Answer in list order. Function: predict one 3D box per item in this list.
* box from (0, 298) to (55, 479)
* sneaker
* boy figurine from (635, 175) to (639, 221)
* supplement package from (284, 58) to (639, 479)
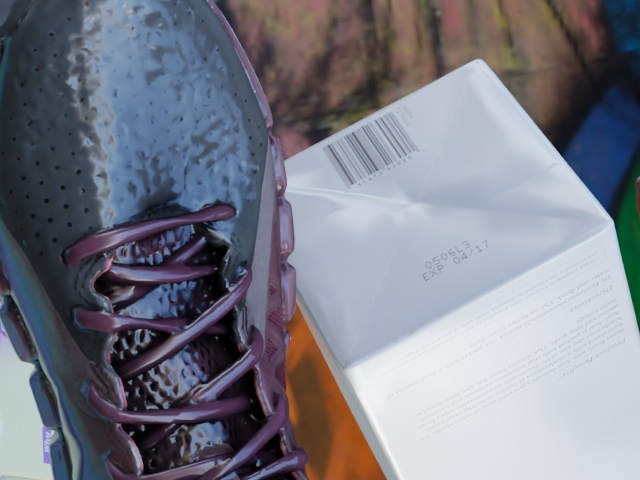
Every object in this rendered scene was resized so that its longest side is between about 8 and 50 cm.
[{"bbox_3d":[-0.292,0.144,1.507,0.117,0.243,0.214,-15,-110,28],"label":"box"},{"bbox_3d":[-0.022,0.058,0.447,0.162,0.106,0.281,30,-48,56],"label":"sneaker"},{"bbox_3d":[0.337,-0.045,0.928,0.177,0.285,0.092,-121,-167,-55],"label":"boy figurine"},{"bbox_3d":[0.097,0.067,0.994,0.175,0.177,0.293,59,-5,43],"label":"supplement package"}]
